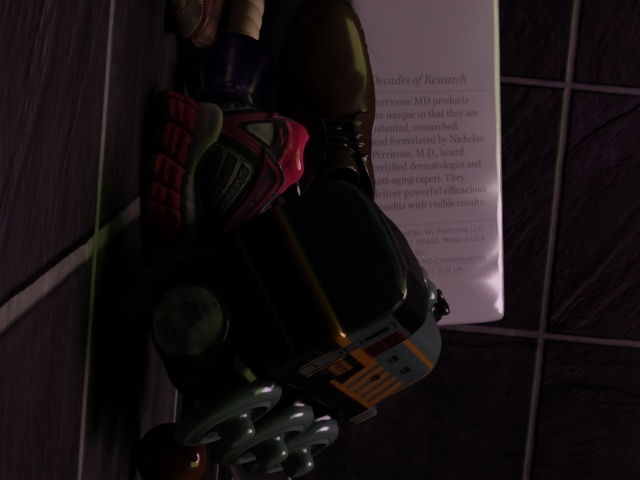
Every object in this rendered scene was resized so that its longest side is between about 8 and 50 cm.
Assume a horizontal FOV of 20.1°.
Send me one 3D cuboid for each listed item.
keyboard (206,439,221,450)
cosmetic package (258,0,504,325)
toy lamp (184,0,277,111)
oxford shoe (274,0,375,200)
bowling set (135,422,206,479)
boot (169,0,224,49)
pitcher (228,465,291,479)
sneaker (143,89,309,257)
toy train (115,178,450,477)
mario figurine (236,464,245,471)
[{"bbox_3d":[-0.088,0.045,1.737,0.201,0.033,0.317,65,26,-65],"label":"keyboard"},{"bbox_3d":[0.045,-0.154,1.682,0.230,0.161,0.453,6,-82,64],"label":"cosmetic package"},{"bbox_3d":[-0.065,-0.173,1.510,0.275,0.080,0.080,-82,176,-57],"label":"toy lamp"},{"bbox_3d":[0.013,-0.080,1.403,0.096,0.083,0.227,-174,-98,-74],"label":"oxford shoe"},{"bbox_3d":[-0.071,0.231,1.317,0.287,0.154,0.200,90,6,-72],"label":"bowling set"},{"bbox_3d":[-0.091,-0.198,1.355,0.114,0.037,0.106,15,78,-83],"label":"boot"},{"bbox_3d":[-0.060,0.185,2.204,0.178,0.125,0.207,61,43,-59],"label":"pitcher"},{"bbox_3d":[-0.069,0.001,1.377,0.299,0.112,0.121,93,3,-63],"label":"sneaker"},{"bbox_3d":[-0.010,0.066,1.253,0.142,0.190,0.334,65,6,18],"label":"toy train"},{"bbox_3d":[-0.077,0.149,1.988,0.198,0.170,0.320,-49,171,8],"label":"mario figurine"}]
